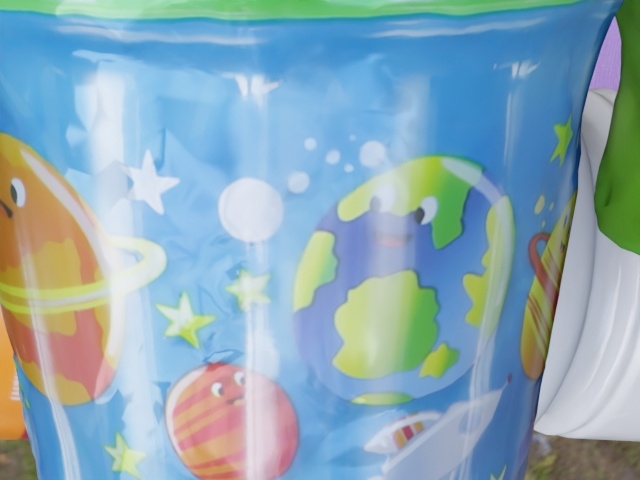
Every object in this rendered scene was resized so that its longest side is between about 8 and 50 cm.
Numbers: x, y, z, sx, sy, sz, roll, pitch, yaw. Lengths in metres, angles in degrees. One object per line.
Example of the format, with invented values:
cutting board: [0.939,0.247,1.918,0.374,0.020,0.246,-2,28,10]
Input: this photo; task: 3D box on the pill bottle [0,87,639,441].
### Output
pill bottle: [0.000,0.000,0.783,0.392,0.224,0.224,5,100,-16]

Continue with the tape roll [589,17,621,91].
tape roll: [0.287,-0.113,0.941,0.275,0.090,0.275,-34,44,40]

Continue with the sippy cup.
sippy cup: [-0.014,-0.010,0.512,0.305,0.240,0.224,1,105,5]
